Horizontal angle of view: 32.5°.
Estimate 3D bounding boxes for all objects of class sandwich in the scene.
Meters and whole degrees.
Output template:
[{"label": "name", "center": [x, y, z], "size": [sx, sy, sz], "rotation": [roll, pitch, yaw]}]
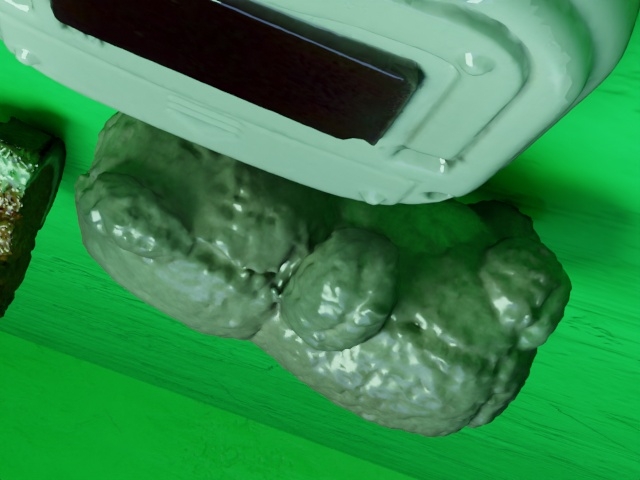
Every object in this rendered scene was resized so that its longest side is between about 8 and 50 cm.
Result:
[{"label": "sandwich", "center": [-0.267, -0.027, 0.896], "size": [0.079, 0.159, 0.235], "rotation": [19, -175, -9]}]

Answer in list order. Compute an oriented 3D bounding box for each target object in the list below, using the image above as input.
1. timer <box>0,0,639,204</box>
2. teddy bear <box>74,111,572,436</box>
[{"label": "timer", "center": [-0.026, -0.101, 0.415], "size": [0.262, 0.087, 0.237], "rotation": [22, 165, -5]}, {"label": "teddy bear", "center": [0.000, 0.001, 0.609], "size": [0.267, 0.151, 0.236], "rotation": [33, -169, -8]}]
